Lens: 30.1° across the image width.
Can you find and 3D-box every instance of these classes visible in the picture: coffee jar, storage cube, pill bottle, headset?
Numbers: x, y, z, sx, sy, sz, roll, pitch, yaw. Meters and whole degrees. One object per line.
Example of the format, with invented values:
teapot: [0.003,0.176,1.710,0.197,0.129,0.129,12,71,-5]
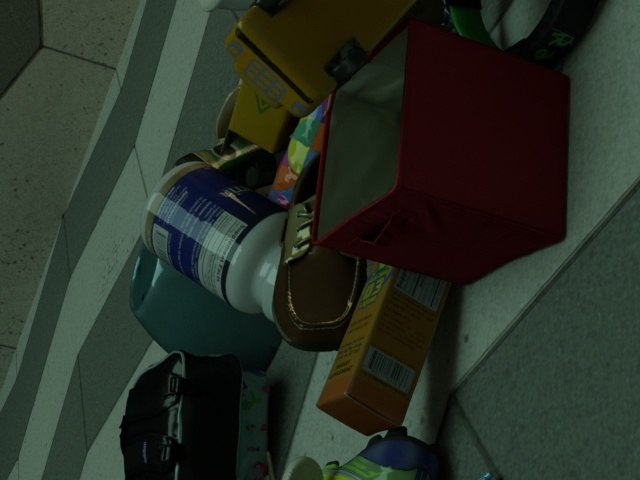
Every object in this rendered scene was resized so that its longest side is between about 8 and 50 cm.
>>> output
coffee jar: [-0.133,-0.112,1.845,0.096,0.184,0.079,39,142,41]
storage cube: [0.122,-0.080,1.218,0.183,0.193,0.215,-34,46,58]
pill bottle: [-0.109,0.009,1.633,0.264,0.153,0.153,31,107,31]
headset: [0.228,-0.372,1.294,0.243,0.185,0.394,-25,68,60]

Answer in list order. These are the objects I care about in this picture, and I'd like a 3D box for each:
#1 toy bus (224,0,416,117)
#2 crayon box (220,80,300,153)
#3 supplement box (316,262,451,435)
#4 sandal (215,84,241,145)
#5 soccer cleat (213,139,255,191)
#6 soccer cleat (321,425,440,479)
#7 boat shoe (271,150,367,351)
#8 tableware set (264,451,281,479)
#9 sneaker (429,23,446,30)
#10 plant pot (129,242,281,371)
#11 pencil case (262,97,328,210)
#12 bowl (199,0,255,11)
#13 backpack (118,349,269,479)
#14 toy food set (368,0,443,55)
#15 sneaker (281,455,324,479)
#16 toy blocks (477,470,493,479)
toy bus: [0.032,-0.244,1.155,0.333,0.108,0.130,-50,8,-32]
crayon box: [-0.028,-0.269,1.689,0.203,0.083,0.323,-53,-10,-43]
supplement box: [0.079,0.089,1.291,0.078,0.080,0.233,-34,28,58]
sandal: [-0.142,-0.160,2.100,0.079,0.088,0.240,50,135,27]
soccer cleat: [-0.170,-0.048,2.046,0.143,0.116,0.331,-54,-6,-45]
soccer cleat: [0.027,0.304,1.303,0.289,0.093,0.121,-46,19,46]
boat shoe: [0.000,0.000,1.429,0.324,0.122,0.120,-88,-7,-55]
tableware set: [-0.049,0.377,1.526,0.194,0.039,0.128,-110,27,-63]
sneaker: [0.096,-0.173,1.462,0.267,0.106,0.101,126,149,-44]
plant pot: [-0.182,0.069,1.846,0.290,0.195,0.290,-47,35,48]
pencil case: [0.005,-0.138,1.666,0.236,0.104,0.104,-66,23,19]
bowl: [-0.106,-0.537,2.150,0.298,0.134,0.298,-50,32,47]
backpack: [-0.189,0.279,1.719,0.253,0.191,0.225,-24,60,54]
toy food set: [0.117,-0.295,1.464,0.192,0.132,0.039,-54,50,44]
sneaker: [-0.038,0.309,1.299,0.084,0.058,0.152,-5,84,61]
toy blocks: [0.128,0.301,1.131,0.148,0.054,0.123,-49,39,22]
